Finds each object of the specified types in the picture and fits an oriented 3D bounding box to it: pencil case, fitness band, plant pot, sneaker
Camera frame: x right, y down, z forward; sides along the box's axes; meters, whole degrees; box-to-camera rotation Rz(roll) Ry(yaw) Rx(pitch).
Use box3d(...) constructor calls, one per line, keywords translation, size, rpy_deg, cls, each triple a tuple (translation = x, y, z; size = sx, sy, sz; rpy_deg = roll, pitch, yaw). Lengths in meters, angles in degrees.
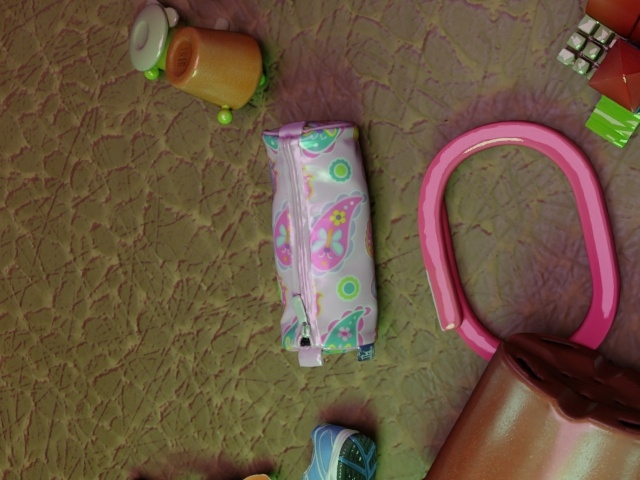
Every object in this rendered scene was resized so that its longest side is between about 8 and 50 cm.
box3d(translation=(0.000, 0.000, 1.105), size=(0.124, 0.124, 0.284), rpy_deg=(-2, 96, 23), cls="pencil case")
box3d(translation=(0.223, 0.009, 1.053), size=(0.209, 0.054, 0.290), rpy_deg=(-11, 94, 21), cls="fitness band")
box3d(translation=(0.229, 0.255, 0.959), size=(0.272, 0.272, 0.265), rpy_deg=(25, 108, 18), cls="plant pot")
box3d(translation=(0.022, 0.327, 1.178), size=(0.081, 0.080, 0.211), rpy_deg=(21, 110, 47), cls="sneaker")

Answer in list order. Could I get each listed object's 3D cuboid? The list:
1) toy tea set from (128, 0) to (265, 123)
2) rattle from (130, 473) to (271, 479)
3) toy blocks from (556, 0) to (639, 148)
box3d(translation=(-0.102, -0.313, 1.126), size=(0.200, 0.124, 0.336), rpy_deg=(48, 119, 41), cls="toy tea set")
box3d(translation=(-0.157, 0.343, 1.269), size=(0.200, 0.142, 0.130), rpy_deg=(-42, 113, 7), cls="rattle")
box3d(translation=(0.341, -0.262, 0.847), size=(0.191, 0.261, 0.381), rpy_deg=(37, 109, 14), cls="toy blocks")
